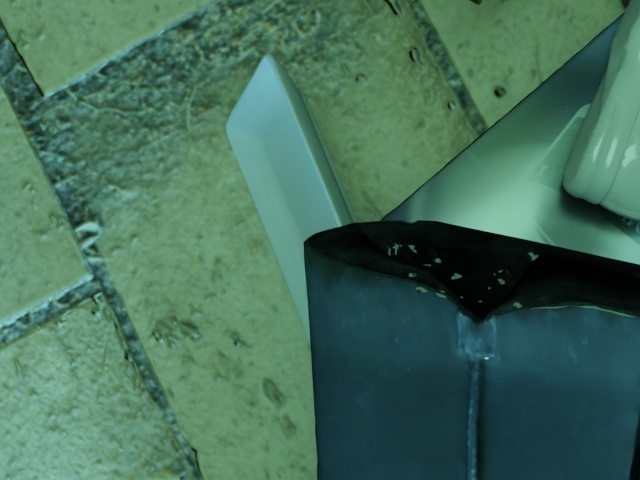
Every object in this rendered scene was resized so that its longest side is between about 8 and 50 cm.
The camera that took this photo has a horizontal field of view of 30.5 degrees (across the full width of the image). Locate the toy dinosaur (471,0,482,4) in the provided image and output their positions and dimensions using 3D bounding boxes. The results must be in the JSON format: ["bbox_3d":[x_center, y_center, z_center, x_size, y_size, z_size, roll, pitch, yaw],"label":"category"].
[{"bbox_3d":[0.170,-0.299,0.906,0.127,0.296,0.200,43,48,19],"label":"toy dinosaur"}]

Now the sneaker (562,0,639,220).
[{"bbox_3d":[0.235,-0.111,0.749,0.094,0.080,0.212,23,90,-1],"label":"sneaker"}]

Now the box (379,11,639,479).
[{"bbox_3d":[0.239,0.024,0.849,0.294,0.183,0.296,-41,79,1],"label":"box"}]

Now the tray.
[{"bbox_3d":[0.000,0.000,0.910,0.030,0.145,0.270,-17,79,-24],"label":"tray"}]

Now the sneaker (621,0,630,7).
[{"bbox_3d":[0.317,-0.199,0.924,0.104,0.095,0.236,-40,84,-7],"label":"sneaker"}]

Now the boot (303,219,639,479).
[{"bbox_3d":[0.012,0.203,0.752,0.367,0.146,0.445,4,117,6],"label":"boot"}]
